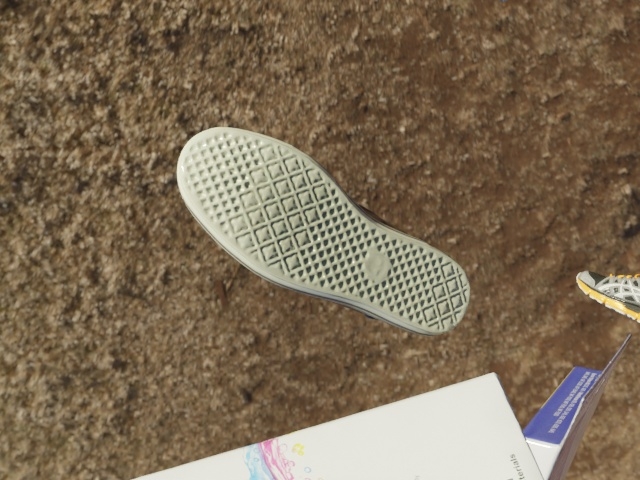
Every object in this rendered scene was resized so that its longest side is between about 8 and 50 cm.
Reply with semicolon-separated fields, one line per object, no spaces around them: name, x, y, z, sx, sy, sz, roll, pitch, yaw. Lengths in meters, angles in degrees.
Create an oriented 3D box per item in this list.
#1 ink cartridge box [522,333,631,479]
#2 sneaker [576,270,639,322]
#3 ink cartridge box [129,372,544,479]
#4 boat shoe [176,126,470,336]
ink cartridge box;0.321;0.289;1.106;0.072;0.303;0.307;23;110;26
sneaker;0.527;0.091;1.319;0.084;0.215;0.083;21;96;-41
ink cartridge box;0.013;0.160;0.323;0.176;0.127;0.128;-16;134;0
boat shoe;0.000;0.000;1.184;0.500;0.156;0.187;28;81;-24
